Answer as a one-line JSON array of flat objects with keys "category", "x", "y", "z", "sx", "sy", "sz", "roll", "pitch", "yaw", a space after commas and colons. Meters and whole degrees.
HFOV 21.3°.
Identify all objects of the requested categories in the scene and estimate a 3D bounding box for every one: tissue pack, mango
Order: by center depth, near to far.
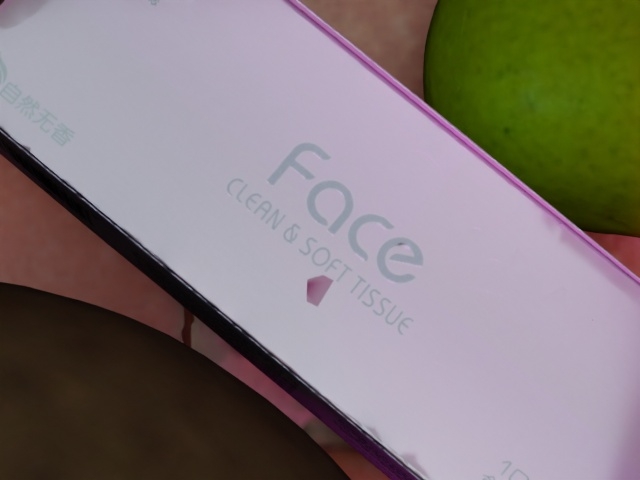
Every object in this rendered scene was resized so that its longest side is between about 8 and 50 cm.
[{"category": "tissue pack", "x": 0.000, "y": 0.000, "z": 0.561, "sx": 0.246, "sy": 0.148, "sz": 0.092, "roll": 39, "pitch": 83, "yaw": 1}, {"category": "mango", "x": 0.178, "y": -0.078, "z": 0.574, "sx": 0.273, "sy": 0.149, "sz": 0.185, "roll": 14, "pitch": 85, "yaw": 5}]

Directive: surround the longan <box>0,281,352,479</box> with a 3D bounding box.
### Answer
[{"category": "longan", "x": -0.119, "y": 0.159, "z": 0.459, "sx": 0.319, "sy": 0.319, "sz": 0.318, "roll": 0, "pitch": 83, "yaw": -2}]
